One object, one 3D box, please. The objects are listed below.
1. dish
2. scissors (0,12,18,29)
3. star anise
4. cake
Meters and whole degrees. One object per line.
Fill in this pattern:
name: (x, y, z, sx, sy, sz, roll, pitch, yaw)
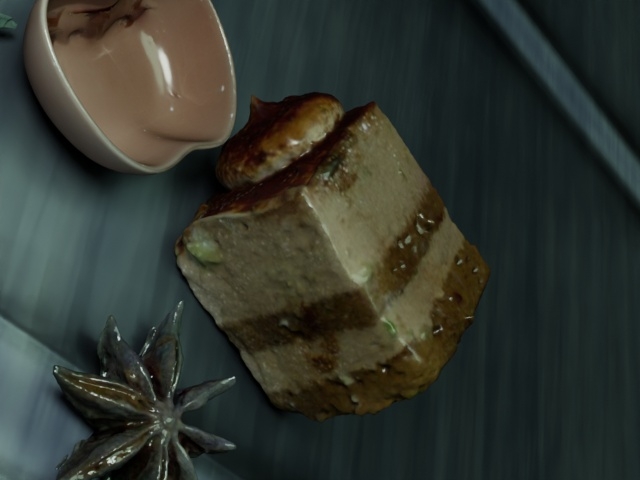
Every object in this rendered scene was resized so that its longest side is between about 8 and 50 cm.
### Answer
dish: (-0.178, -0.153, 0.867, 0.213, 0.090, 0.213, 18, 65, -44)
scissors: (-0.389, -0.198, 0.693, 0.383, 0.029, 0.256, -19, 89, -48)
star anise: (-0.152, 0.151, 0.799, 0.181, 0.061, 0.204, 5, 72, -46)
cake: (0.000, 0.000, 0.922, 0.293, 0.196, 0.198, 57, 44, -17)
